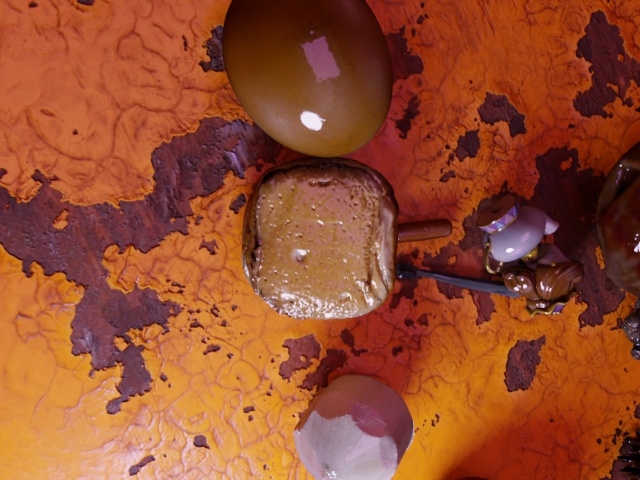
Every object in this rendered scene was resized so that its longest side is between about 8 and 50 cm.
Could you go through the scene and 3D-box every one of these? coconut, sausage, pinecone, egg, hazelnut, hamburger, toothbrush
[{"bbox_3d":[0.059,0.371,1.653,0.234,0.224,0.224,-23,106,-53],"label":"coconut"},{"bbox_3d":[0.207,-0.020,1.765,0.131,0.041,0.039,-8,77,-17],"label":"sausage"},{"bbox_3d":[0.749,0.498,1.915,0.207,0.207,0.208,-2,96,-17],"label":"pinecone"},{"bbox_3d":[-0.021,-0.313,1.535,0.282,0.282,0.351,-36,103,-11],"label":"egg"},{"bbox_3d":[0.779,-0.047,1.783,0.429,0.402,0.402,45,82,-18],"label":"hazelnut"},{"bbox_3d":[-0.003,-0.007,1.631,0.284,0.174,0.305,4,95,-16],"label":"hamburger"},{"bbox_3d":[0.292,0.086,1.810,0.297,0.031,0.030,10,117,-19],"label":"toothbrush"}]

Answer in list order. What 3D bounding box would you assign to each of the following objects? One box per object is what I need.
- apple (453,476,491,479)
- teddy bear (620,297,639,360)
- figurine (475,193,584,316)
[{"bbox_3d":[0.305,0.616,1.772,0.260,0.216,0.261,-2,98,-17],"label":"apple"},{"bbox_3d":[0.705,0.198,1.931,0.119,0.077,0.160,-54,126,-28],"label":"teddy bear"},{"bbox_3d":[0.432,0.037,1.788,0.189,0.142,0.263,-41,104,-10],"label":"figurine"}]
